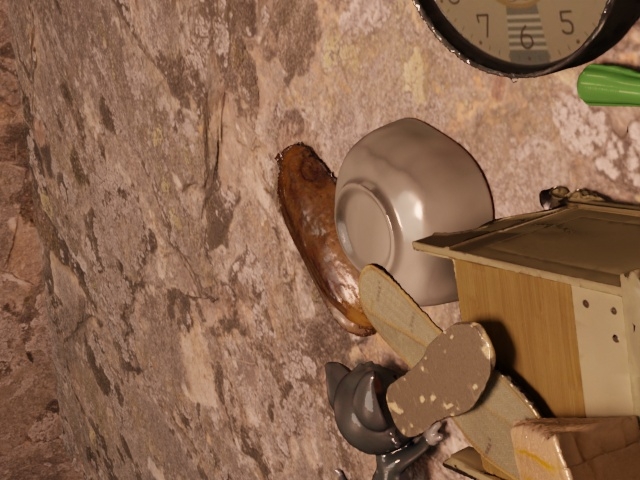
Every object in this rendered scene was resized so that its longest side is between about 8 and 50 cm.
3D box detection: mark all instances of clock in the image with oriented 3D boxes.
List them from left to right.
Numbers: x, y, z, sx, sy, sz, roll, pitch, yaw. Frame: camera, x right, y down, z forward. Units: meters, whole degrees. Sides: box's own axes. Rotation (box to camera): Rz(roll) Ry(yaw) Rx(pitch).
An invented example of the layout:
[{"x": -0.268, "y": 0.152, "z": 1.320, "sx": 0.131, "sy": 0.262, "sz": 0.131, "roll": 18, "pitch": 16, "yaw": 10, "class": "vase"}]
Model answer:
[{"x": 0.198, "y": -0.315, "z": 1.045, "sx": 0.313, "sy": 0.061, "sz": 0.312, "roll": 33, "pitch": 136, "yaw": 38, "class": "clock"}]

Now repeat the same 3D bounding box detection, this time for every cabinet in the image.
[{"x": 0.285, "y": 0.115, "z": 1.013, "sx": 0.318, "sy": 0.228, "sz": 0.289, "roll": 12, "pitch": 117, "yaw": 58, "class": "cabinet"}]

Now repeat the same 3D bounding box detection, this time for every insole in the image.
[{"x": 0.122, "y": 0.149, "z": 1.055, "sx": 0.081, "sy": 0.011, "sz": 0.248, "roll": 66, "pitch": 154, "yaw": 17, "class": "insole"}, {"x": 0.135, "y": 0.138, "z": 1.045, "sx": 0.348, "sy": 0.009, "sz": 0.119, "roll": 46, "pitch": 142, "yaw": 41, "class": "insole"}]

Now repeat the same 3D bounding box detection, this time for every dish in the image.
[{"x": 0.102, "y": -0.027, "z": 1.336, "sx": 0.256, "sy": 0.117, "sz": 0.256, "roll": 32, "pitch": 131, "yaw": 48, "class": "dish"}]

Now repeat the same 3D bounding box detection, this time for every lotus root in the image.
[{"x": -0.001, "y": -0.001, "z": 1.555, "sx": 0.329, "sy": 0.078, "sz": 0.167, "roll": 61, "pitch": 146, "yaw": 18, "class": "lotus root"}]

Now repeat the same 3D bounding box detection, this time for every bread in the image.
[{"x": 0.192, "y": 0.194, "z": 0.861, "sx": 0.152, "sy": 0.105, "sz": 0.077, "roll": -21, "pitch": 80, "yaw": 55, "class": "bread"}]

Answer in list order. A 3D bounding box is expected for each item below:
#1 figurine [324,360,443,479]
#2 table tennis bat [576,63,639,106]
[{"x": 0.084, "y": 0.302, "z": 1.526, "sx": 0.193, "sy": 0.140, "sz": 0.265, "roll": -152, "pitch": 65, "yaw": -71, "class": "figurine"}, {"x": 0.350, "y": -0.137, "z": 0.960, "sx": 0.257, "sy": 0.039, "sz": 0.160, "roll": 19, "pitch": 119, "yaw": 51, "class": "table tennis bat"}]
